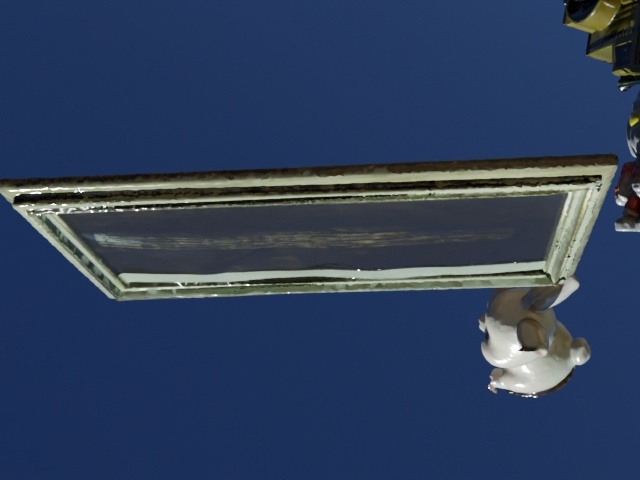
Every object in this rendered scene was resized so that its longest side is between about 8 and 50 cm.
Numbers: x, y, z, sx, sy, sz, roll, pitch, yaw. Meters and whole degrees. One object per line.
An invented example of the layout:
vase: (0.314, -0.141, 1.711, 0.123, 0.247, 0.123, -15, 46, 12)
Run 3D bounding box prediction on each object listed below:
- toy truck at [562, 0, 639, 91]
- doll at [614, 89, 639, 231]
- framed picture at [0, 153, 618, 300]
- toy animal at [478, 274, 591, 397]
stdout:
toy truck: (0.292, -0.172, 1.115, 0.127, 0.257, 0.127, 12, -90, -21)
doll: (0.299, -0.085, 1.249, 0.079, 0.094, 0.180, 32, -113, -30)
framed picture: (0.000, 0.000, 0.770, 0.293, 0.231, 0.018, -2, -104, 5)
toy animal: (0.154, 0.071, 1.083, 0.085, 0.124, 0.071, 14, -112, 30)
